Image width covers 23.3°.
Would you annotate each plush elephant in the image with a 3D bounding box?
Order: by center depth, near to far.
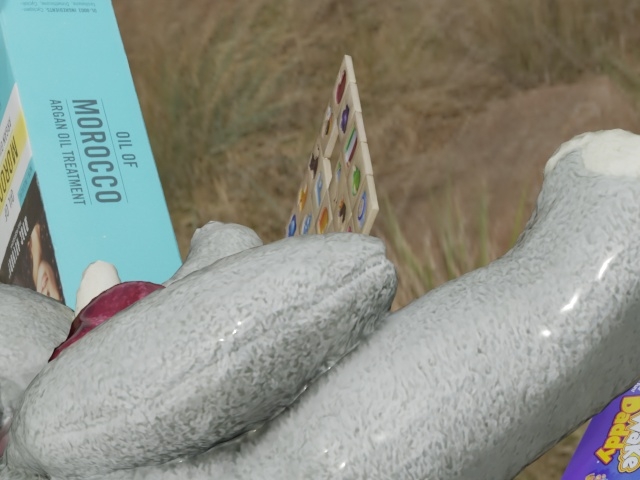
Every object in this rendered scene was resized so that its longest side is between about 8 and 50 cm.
[{"bbox_3d":[-0.060,0.086,0.572,0.330,0.272,0.255,-29,45,-19],"label":"plush elephant"}]

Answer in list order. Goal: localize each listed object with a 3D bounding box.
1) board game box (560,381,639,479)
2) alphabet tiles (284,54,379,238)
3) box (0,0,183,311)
[{"bbox_3d":[0.273,0.219,1.127,0.078,0.233,0.347,-4,44,48],"label":"board game box"},{"bbox_3d":[0.000,0.000,1.267,0.009,0.237,0.198,8,39,-14],"label":"alphabet tiles"},{"bbox_3d":[-0.124,-0.024,0.751,0.060,0.100,0.244,-3,59,-25],"label":"box"}]
